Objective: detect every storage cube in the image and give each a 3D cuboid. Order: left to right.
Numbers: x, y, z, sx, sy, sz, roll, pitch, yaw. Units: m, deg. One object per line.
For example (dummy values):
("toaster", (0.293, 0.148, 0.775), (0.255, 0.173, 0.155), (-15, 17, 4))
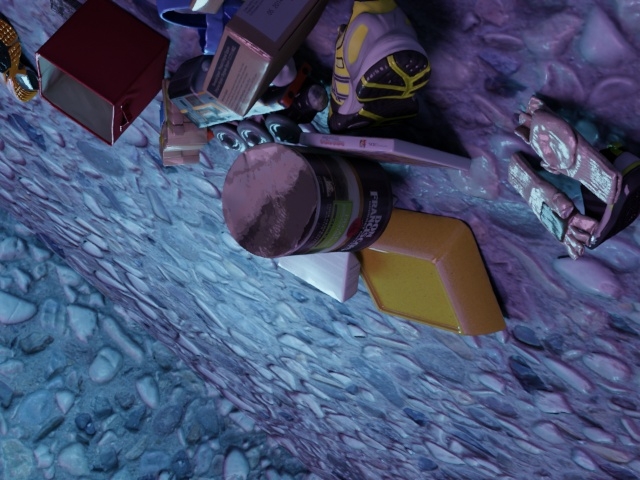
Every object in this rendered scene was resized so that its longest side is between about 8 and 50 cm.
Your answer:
("storage cube", (-0.443, -0.348, 1.864), (0.215, 0.193, 0.183), (34, 155, 1))

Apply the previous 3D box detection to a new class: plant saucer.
("plant saucer", (0.197, 0.075, 1.928), (0.333, 0.081, 0.332), (13, 143, 39))

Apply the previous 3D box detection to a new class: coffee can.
("coffee can", (-0.019, -0.073, 1.661), (0.201, 0.201, 0.275), (20, -168, 30))

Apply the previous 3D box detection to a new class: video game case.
("video game case", (0.113, -0.153, 1.569), (0.206, 0.026, 0.227), (10, -178, 42))

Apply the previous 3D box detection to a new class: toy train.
("toy train", (-0.135, -0.267, 1.668), (0.190, 0.142, 0.334), (42, 155, -31))

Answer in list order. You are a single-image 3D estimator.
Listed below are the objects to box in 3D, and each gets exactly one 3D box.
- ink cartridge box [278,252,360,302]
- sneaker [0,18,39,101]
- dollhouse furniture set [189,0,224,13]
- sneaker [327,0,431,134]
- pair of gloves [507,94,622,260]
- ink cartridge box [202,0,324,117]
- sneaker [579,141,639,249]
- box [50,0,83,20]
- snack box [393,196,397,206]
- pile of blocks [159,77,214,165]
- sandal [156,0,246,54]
("ink cartridge box", (0.000, 0.000, 1.940), (0.189, 0.066, 0.232), (29, 132, 26))
("sneaker", (-0.793, -0.453, 2.230), (0.121, 0.099, 0.262), (29, 153, 23))
("dollhouse furniture set", (-0.298, -0.461, 1.302), (0.356, 0.173, 0.303), (3, 164, -23))
("sneaker", (0.085, -0.273, 1.455), (0.384, 0.145, 0.147), (132, 125, -75))
("pair of gloves", (0.363, -0.095, 1.404), (0.204, 0.042, 0.240), (53, 163, 26))
("ink cartridge box", (-0.070, -0.329, 1.388), (0.088, 0.234, 0.193), (35, 154, -3))
("sneaker", (0.447, -0.075, 1.415), (0.097, 0.084, 0.234), (53, 161, 23))
("box", (-0.535, -0.492, 1.928), (0.083, 0.018, 0.067), (34, 155, 2))
("snack box", (0.062, -0.098, 1.830), (0.178, 0.064, 0.022), (29, 155, 14))
("pile of blocks", (-0.280, -0.261, 1.952), (0.113, 0.149, 0.362), (-5, 172, -15))
("sandal", (-0.232, -0.426, 1.537), (0.317, 0.138, 0.126), (35, 157, 4))
